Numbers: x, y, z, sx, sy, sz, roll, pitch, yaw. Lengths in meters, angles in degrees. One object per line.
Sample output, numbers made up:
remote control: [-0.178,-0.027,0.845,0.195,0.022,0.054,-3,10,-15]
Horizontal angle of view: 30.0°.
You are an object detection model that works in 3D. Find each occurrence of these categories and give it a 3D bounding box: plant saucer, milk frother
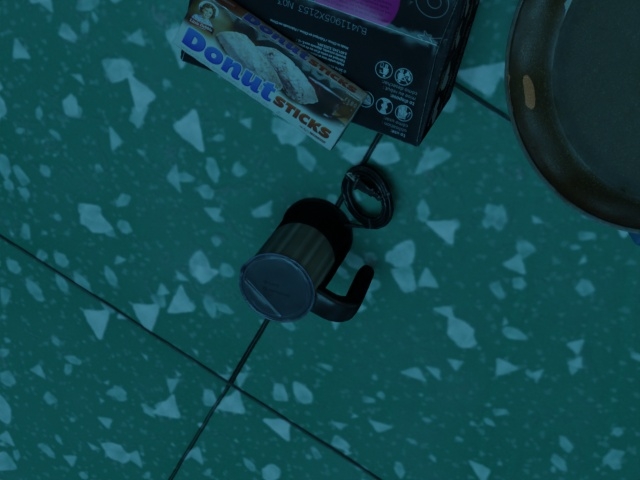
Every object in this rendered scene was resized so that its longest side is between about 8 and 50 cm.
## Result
plant saucer: [0.306,-0.158,1.037,0.311,0.050,0.310,-3,86,37]
milk frother: [0.000,0.000,1.263,0.129,0.134,0.143,15,121,12]

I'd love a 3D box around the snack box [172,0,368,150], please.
snack box: [-0.047,-0.158,1.094,0.178,0.022,0.064,34,127,0]

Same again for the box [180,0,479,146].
box: [0.016,-0.220,1.134,0.247,0.142,0.163,21,124,10]

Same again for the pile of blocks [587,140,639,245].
pile of blocks: [0.394,-0.011,1.098,0.362,0.149,0.112,34,124,1]
